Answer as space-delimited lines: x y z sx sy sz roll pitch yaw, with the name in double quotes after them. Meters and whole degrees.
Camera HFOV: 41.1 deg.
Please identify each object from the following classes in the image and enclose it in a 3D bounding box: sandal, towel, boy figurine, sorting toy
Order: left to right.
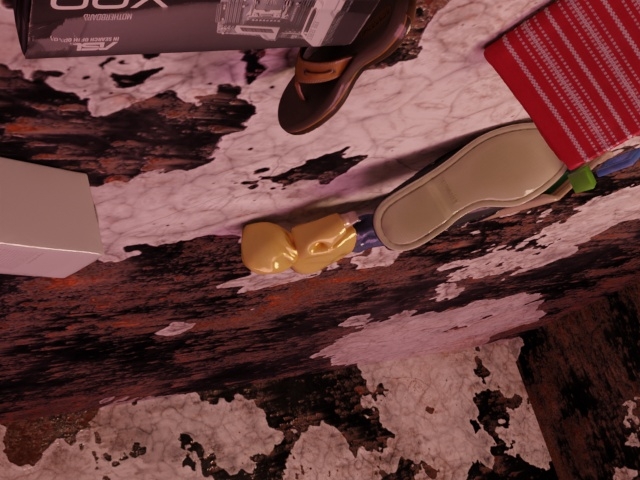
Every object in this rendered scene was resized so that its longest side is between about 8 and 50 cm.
0.000 0.000 1.436 0.285 0.092 0.177 -11 161 -17 "boy figurine"
0.013 -0.193 0.892 0.060 0.090 0.219 16 147 -32 "sandal"
0.373 -0.103 1.455 0.196 0.047 0.347 -32 -172 -33 "sorting toy"
0.355 -0.220 1.010 0.275 0.199 0.031 -30 -162 34 "towel"

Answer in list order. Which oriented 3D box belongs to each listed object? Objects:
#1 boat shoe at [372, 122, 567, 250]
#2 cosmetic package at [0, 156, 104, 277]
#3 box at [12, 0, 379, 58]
0.232 -0.088 1.358 0.340 0.127 0.113 -31 -171 -4 "boat shoe"
-0.370 -0.028 0.973 0.085 0.117 0.231 -27 158 29 "cosmetic package"
-0.075 -0.245 0.664 0.307 0.077 0.242 -9 160 -26 "box"
